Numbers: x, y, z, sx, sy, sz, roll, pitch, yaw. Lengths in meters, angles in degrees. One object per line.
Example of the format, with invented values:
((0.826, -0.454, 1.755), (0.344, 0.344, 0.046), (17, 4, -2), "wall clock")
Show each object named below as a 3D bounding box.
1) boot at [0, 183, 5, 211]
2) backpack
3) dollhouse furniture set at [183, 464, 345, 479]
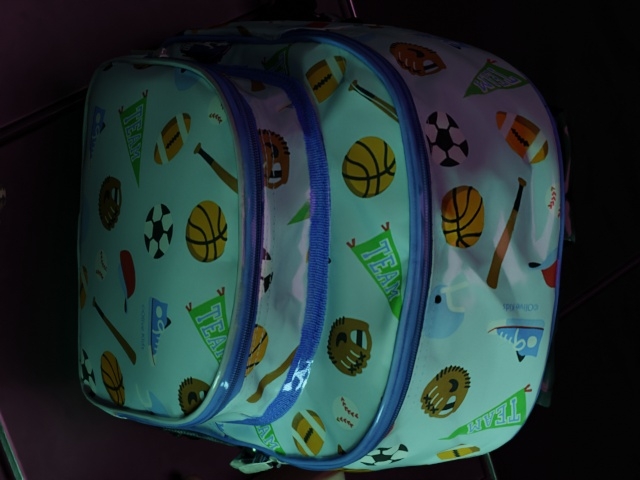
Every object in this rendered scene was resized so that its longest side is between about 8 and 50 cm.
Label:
((-0.254, 0.028, 0.825), (0.236, 0.085, 0.178), (23, 75, -45), "boot")
((0.000, 0.000, 0.923), (0.213, 0.263, 0.276), (-7, 97, -40), "backpack")
((-0.051, 0.161, 0.852), (0.355, 0.303, 0.174), (-29, 114, -37), "dollhouse furniture set")
